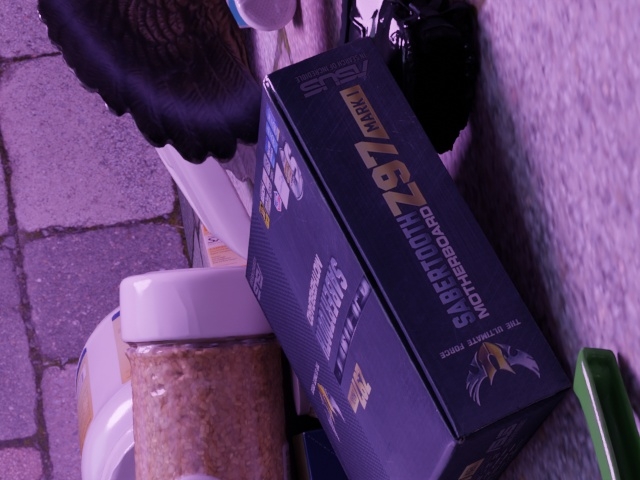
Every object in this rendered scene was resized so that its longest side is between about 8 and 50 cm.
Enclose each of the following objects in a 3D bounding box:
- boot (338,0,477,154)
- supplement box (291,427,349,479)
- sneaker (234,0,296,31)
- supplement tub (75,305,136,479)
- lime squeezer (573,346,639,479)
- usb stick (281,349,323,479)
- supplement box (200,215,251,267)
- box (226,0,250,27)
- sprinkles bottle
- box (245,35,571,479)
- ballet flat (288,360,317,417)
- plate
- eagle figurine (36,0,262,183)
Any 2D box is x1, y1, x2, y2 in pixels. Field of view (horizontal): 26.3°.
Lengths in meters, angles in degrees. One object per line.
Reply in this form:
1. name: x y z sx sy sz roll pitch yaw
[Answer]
1. boot: 0.042 -0.076 0.654 0.099 0.045 0.121 -119 19 -49
2. supplement box: 0.016 0.177 0.999 0.083 0.056 0.083 125 136 -77
3. sneaker: -0.057 -0.235 1.055 0.065 0.061 0.158 179 83 -87
4. supplement tub: -0.142 0.203 1.456 0.316 0.228 0.228 -121 24 -68
5. lime squeezer: 0.125 0.130 0.358 0.310 0.058 0.110 -126 58 -74
6. usb stick: 0.003 0.209 1.063 0.045 0.077 0.278 -25 72 57
7. supplement box: -0.093 0.019 1.505 0.098 0.062 0.036 -111 14 -49
8. box: -0.133 -0.238 1.386 0.244 0.100 0.060 -144 47 -77
9. sprinkles bottle: -0.076 0.198 1.003 0.121 0.121 0.355 159 107 -81
10. box: 0.028 0.040 0.669 0.183 0.059 0.233 62 165 19
11. ballet flat: 0.000 0.000 0.970 0.084 0.058 0.250 121 144 -80
12. plate: -0.161 -0.125 1.420 0.277 0.045 0.278 55 173 45
13. eagle figurine: -0.096 -0.192 0.875 0.225 0.226 0.298 10 92 52
